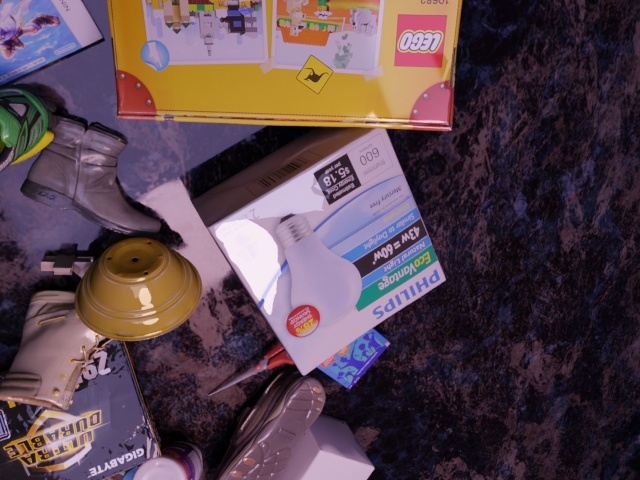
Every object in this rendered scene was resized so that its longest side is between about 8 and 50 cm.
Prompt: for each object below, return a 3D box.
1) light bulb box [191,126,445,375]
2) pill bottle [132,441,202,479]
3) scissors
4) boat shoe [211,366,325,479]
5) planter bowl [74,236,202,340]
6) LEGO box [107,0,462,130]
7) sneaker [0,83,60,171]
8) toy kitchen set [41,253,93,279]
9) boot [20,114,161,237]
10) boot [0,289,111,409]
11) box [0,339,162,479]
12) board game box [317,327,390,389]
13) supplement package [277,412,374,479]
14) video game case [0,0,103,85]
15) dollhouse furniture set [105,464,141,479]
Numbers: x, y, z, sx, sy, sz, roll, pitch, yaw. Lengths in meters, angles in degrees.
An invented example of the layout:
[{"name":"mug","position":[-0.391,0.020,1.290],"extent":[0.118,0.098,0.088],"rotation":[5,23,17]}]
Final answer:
[{"name":"light bulb box","position":[0.000,0.000,0.954],"extent":[0.358,0.225,0.361],"rotation":[-33,116,-8]},{"name":"pill bottle","position":[-0.313,0.492,1.013],"extent":[0.108,0.193,0.108],"rotation":[0,79,0]},{"name":"scissors","position":[-0.123,0.282,1.072],"extent":[0.297,0.109,0.021],"rotation":[-39,134,-5]},{"name":"boat shoe","position":[-0.131,0.453,1.117],"extent":[0.355,0.130,0.132],"rotation":[-49,122,-7]},{"name":"planter bowl","position":[-0.320,0.059,0.835],"extent":[0.217,0.217,0.090],"rotation":[-9,136,-19]},{"name":"LEGO box","position":[-0.046,-0.370,0.722],"extent":[0.500,0.193,0.372],"rotation":[3,109,2]},{"name":"sneaker","position":[-0.568,-0.114,0.710],"extent":[0.343,0.146,0.134],"rotation":[-36,110,9]},{"name":"toy kitchen set","position":[-0.466,0.072,0.878],"extent":[0.083,0.068,0.075],"rotation":[2,107,-22]},{"name":"boot","position":[-0.378,-0.111,0.847],"extent":[0.246,0.083,0.161],"rotation":[25,92,-29]},{"name":"boot","position":[-0.405,0.194,0.840],"extent":[0.262,0.203,0.095],"rotation":[5,145,-4]},{"name":"box","position":[-0.499,0.345,0.905],"extent":[0.322,0.079,0.257],"rotation":[-18,90,-17]},{"name":"board game box","position":[0.048,0.248,1.161],"extent":[0.210,0.047,0.160],"rotation":[41,90,-28]},{"name":"supplement package","position":[-0.043,0.592,1.172],"extent":[0.175,0.177,0.293],"rotation":[30,95,-27]},{"name":"video game case","position":[-0.487,-0.334,0.655],"extent":[0.269,0.061,0.244],"rotation":[-31,155,-10]},{"name":"dollhouse furniture set","position":[-0.460,0.494,0.994],"extent":[0.183,0.129,0.129],"rotation":[-41,118,-3]}]
